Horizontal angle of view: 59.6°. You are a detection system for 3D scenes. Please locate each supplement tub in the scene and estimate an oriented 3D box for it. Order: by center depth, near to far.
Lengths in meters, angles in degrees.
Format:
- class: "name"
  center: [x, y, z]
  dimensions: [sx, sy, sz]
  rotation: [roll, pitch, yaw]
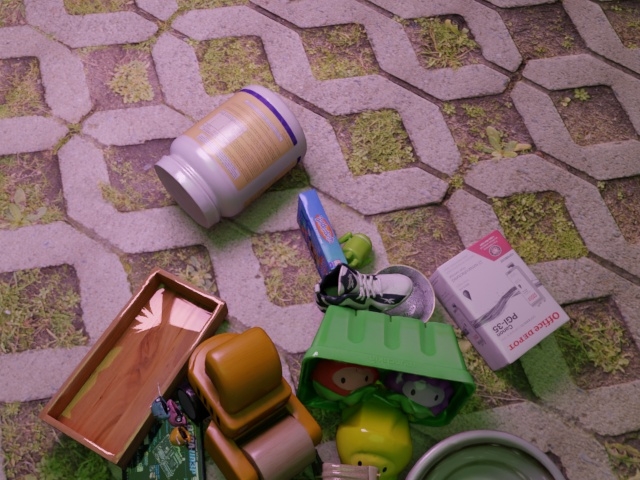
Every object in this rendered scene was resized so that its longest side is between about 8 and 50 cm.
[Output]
- class: "supplement tub"
  center: [-0.226, -0.212, 1.423]
  dimensions: [0.241, 0.241, 0.331]
  rotation: [44, 71, 13]

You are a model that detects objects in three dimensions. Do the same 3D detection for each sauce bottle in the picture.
- class: "sauce bottle"
  center: [0.009, 0.532, 1.249]
  dimensions: [0.042, 0.042, 0.128]
  rotation: [-27, 70, -14]

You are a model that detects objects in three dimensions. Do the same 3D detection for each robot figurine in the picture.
- class: "robot figurine"
  center: [0.090, 0.026, 1.434]
  dimensions: [0.101, 0.067, 0.115]
  rotation: [51, 47, -12]

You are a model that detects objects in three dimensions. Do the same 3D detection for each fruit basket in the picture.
- class: "fruit basket"
  center: [0.126, 0.364, 1.223]
  dimensions: [0.393, 0.282, 0.391]
  rotation: [4, 50, -5]

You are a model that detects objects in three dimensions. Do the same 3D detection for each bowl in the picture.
- class: "bowl"
  center: [0.192, 0.152, 1.394]
  dimensions: [0.170, 0.080, 0.169]
  rotation: [2, 68, -4]

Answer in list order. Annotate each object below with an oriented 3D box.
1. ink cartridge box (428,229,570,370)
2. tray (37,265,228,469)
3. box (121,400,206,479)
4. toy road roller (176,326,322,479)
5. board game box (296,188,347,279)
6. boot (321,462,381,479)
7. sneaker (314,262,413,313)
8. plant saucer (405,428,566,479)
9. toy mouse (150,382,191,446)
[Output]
- class: "ink cartridge box"
  center: [0.438, 0.148, 1.393]
  dimensions: [0.207, 0.117, 0.283]
  rotation: [-31, 73, -15]
- class: "tray"
  center: [-0.407, 0.274, 1.269]
  dimensions: [0.203, 0.076, 0.410]
  rotation: [25, 60, 12]
- class: "box"
  center: [-0.347, 0.474, 1.239]
  dimensions: [0.175, 0.051, 0.220]
  rotation: [-7, 69, -7]
- class: "toy road roller"
  center: [-0.146, 0.335, 1.165]
  dimensions: [0.203, 0.240, 0.329]
  rotation: [-26, 60, -34]
- class: "board game box"
  center: [0.000, 0.000, 1.398]
  dimensions: [0.047, 0.160, 0.210]
  rotation: [-19, 71, -12]
- class: "boot"
  center: [0.112, 0.546, 1.072]
  dimensions: [0.262, 0.095, 0.203]
  rotation: [17, 52, -12]
- class: "sneaker"
  center: [0.093, 0.107, 1.283]
  dimensions: [0.235, 0.153, 0.093]
  rotation: [-3, 69, 11]
- class: "plant saucer"
  center: [0.339, 0.603, 1.180]
  dimensions: [0.401, 0.100, 0.399]
  rotation: [1, 79, -6]
- class: "toy mouse"
  center: [-0.316, 0.364, 1.159]
  dimensions: [0.031, 0.161, 0.143]
  rotation: [-34, 75, -7]
